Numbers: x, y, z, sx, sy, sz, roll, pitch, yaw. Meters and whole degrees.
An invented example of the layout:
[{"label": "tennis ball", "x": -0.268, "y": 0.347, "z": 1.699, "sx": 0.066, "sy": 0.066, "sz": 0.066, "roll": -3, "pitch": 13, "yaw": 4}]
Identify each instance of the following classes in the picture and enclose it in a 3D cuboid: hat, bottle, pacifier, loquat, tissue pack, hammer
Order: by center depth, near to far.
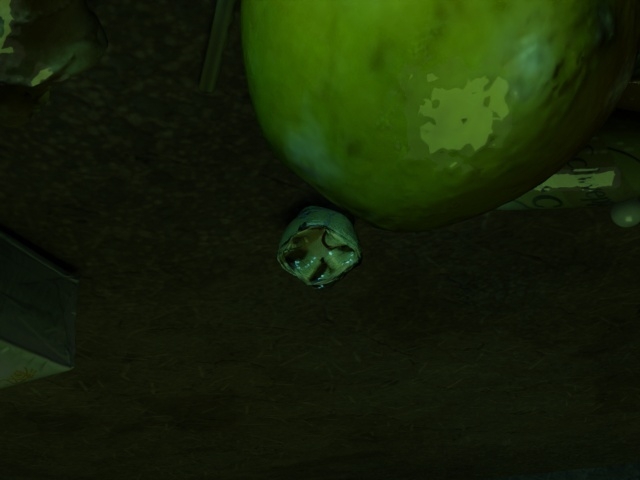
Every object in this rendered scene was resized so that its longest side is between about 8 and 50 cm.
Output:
[{"label": "loquat", "x": 0.070, "y": -0.126, "z": 0.393, "sx": 0.213, "sy": 0.213, "sz": 0.246, "roll": 13, "pitch": 128, "yaw": -29}, {"label": "hammer", "x": -0.062, "y": -0.143, "z": 0.475, "sx": 0.028, "sy": 0.060, "sz": 0.195, "roll": 18, "pitch": 152, "yaw": -8}, {"label": "bottle", "x": 0.238, "y": -0.069, "z": 0.596, "sx": 0.270, "sy": 0.083, "sz": 0.083, "roll": -2, "pitch": 152, "yaw": 14}, {"label": "pacifier", "x": 0.272, "y": -0.050, "z": 0.674, "sx": 0.099, "sy": 0.078, "sz": 0.081, "roll": -9, "pitch": 171, "yaw": 5}, {"label": "hat", "x": 0.000, "y": 0.000, "z": 0.737, "sx": 0.076, "sy": 0.059, "sz": 0.077, "roll": 31, "pitch": 131, "yaw": -24}, {"label": "tissue pack", "x": -0.390, "y": 0.077, "z": 0.740, "sx": 0.225, "sy": 0.124, "sz": 0.185, "roll": -15, "pitch": 150, "yaw": 19}]

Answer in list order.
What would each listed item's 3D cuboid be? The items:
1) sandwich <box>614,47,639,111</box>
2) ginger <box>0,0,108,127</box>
[{"label": "sandwich", "x": 0.286, "y": -0.134, "z": 0.510, "sx": 0.244, "sy": 0.090, "sz": 0.088, "roll": 5, "pitch": 152, "yaw": -18}, {"label": "ginger", "x": -0.184, "y": -0.178, "z": 0.374, "sx": 0.131, "sy": 0.086, "sz": 0.294, "roll": 7, "pitch": 142, "yaw": -3}]
